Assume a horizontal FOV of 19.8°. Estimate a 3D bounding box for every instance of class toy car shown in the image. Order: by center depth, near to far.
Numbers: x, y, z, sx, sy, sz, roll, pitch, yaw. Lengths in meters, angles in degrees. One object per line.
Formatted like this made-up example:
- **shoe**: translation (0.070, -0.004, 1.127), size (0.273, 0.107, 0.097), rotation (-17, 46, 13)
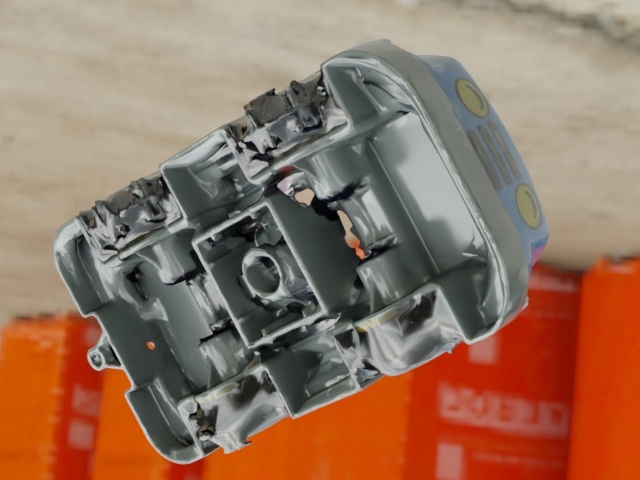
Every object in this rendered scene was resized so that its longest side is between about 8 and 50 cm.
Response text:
- **toy car**: translation (0.000, 0.000, 0.617), size (0.191, 0.097, 0.100), rotation (-27, -179, 44)
